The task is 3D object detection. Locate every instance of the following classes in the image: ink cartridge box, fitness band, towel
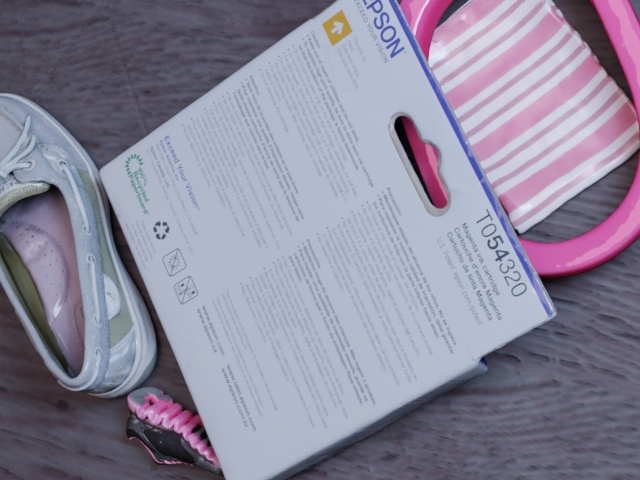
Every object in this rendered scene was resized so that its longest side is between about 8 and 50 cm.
[{"bbox_3d":[0.000,0.000,1.103,0.330,0.071,0.324,-31,72,23],"label":"ink cartridge box"},{"bbox_3d":[0.170,-0.112,1.067,0.209,0.054,0.291,-22,77,16],"label":"fitness band"},{"bbox_3d":[0.168,-0.121,1.109,0.144,0.029,0.197,-38,72,11],"label":"towel"}]

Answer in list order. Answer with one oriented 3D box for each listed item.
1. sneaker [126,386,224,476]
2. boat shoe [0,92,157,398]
[{"bbox_3d":[-0.126,0.180,1.166,0.119,0.047,0.057,30,114,22],"label":"sneaker"},{"bbox_3d":[-0.256,-0.003,1.201,0.118,0.103,0.320,-29,74,13],"label":"boat shoe"}]
